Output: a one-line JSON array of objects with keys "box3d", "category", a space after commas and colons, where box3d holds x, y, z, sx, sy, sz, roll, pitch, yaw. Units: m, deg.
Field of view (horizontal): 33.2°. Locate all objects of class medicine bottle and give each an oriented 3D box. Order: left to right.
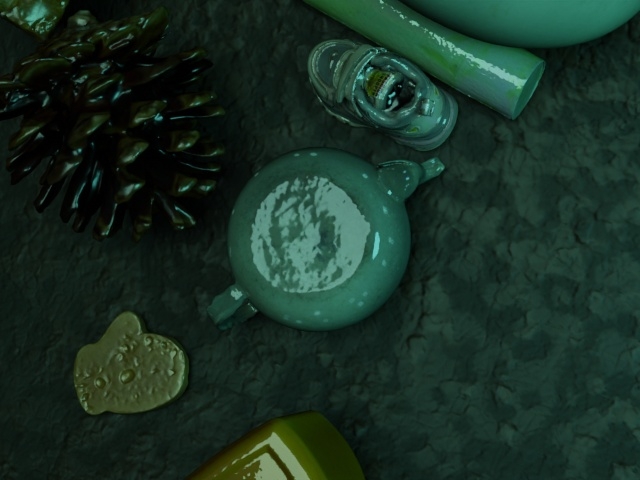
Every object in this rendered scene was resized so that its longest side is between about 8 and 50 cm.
[{"box3d": [-0.039, 0.248, 1.062, 0.149, 0.222, 0.112, -36, 77, 9], "category": "medicine bottle"}]

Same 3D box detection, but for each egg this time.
[{"box3d": [0.165, -0.308, 1.017, 0.370, 0.230, 0.230, 13, 87, -26], "category": "egg"}]

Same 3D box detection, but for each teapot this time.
[{"box3d": [0.000, 0.000, 1.129, 0.294, 0.129, 0.193, -38, 76, 11], "category": "teapot"}]

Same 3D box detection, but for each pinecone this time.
[{"box3d": [-0.216, -0.117, 1.140, 0.264, 0.264, 0.264, -2, 84, 15], "category": "pinecone"}]

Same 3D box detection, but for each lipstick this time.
[{"box3d": [0.094, -0.235, 1.152, 0.304, 0.076, 0.076, 32, 93, 16], "category": "lipstick"}]

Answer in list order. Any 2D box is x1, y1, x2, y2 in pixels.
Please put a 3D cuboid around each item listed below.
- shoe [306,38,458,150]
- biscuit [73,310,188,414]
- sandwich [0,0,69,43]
[{"box3d": [0.056, -0.161, 1.145, 0.180, 0.092, 0.089, 30, 93, 16], "category": "shoe"}, {"box3d": [-0.215, 0.139, 1.224, 0.140, 0.023, 0.118, -3, 84, 16], "category": "biscuit"}, {"box3d": [-0.296, -0.361, 1.221, 0.251, 0.087, 0.226, -58, 39, 3], "category": "sandwich"}]
